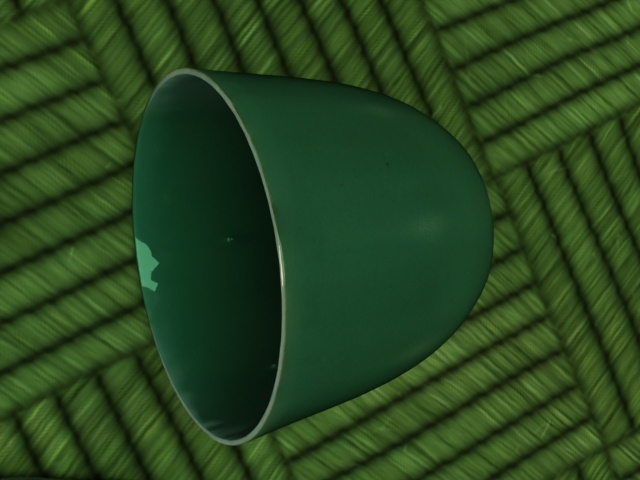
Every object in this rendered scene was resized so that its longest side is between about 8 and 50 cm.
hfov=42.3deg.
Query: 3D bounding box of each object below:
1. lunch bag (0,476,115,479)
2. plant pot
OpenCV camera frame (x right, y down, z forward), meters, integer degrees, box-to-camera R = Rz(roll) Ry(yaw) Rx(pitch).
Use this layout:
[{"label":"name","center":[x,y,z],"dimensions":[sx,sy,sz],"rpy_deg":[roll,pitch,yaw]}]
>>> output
[{"label":"lunch bag","center":[-0.279,0.334,0.712],"dimensions":[0.303,0.115,0.243],"rpy_deg":[4,92,-16]},{"label":"plant pot","center":[0.000,0.000,0.703],"dimensions":[0.235,0.293,0.293],"rpy_deg":[-8,94,-31]}]
